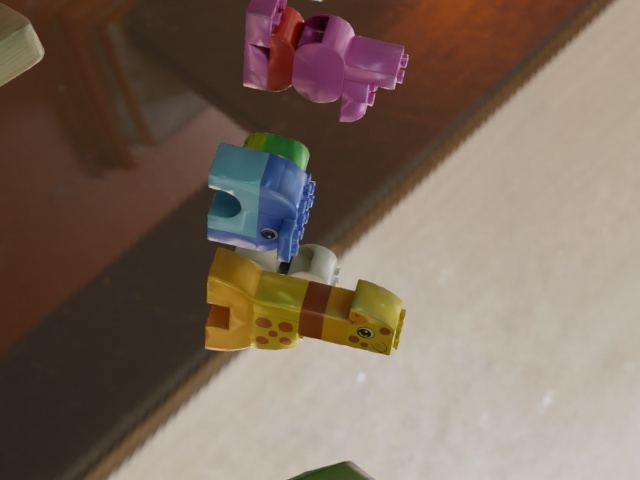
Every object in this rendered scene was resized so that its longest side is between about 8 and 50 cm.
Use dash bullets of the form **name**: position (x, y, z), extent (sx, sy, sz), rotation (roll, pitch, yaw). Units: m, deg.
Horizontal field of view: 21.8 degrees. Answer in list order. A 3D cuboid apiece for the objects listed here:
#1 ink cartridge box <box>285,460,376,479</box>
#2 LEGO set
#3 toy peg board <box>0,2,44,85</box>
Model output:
- **ink cartridge box**: position (0.017, 0.125, 0.364), extent (0.062, 0.209, 0.109), rotation (-18, 96, -11)
- **LEGO set**: position (0.000, 0.000, 0.778), extent (0.227, 0.093, 0.087), rotation (97, 8, -53)
- **toy peg board**: position (-0.208, -0.073, 0.571), extent (0.161, 0.160, 0.079), rotation (-36, 125, -18)
